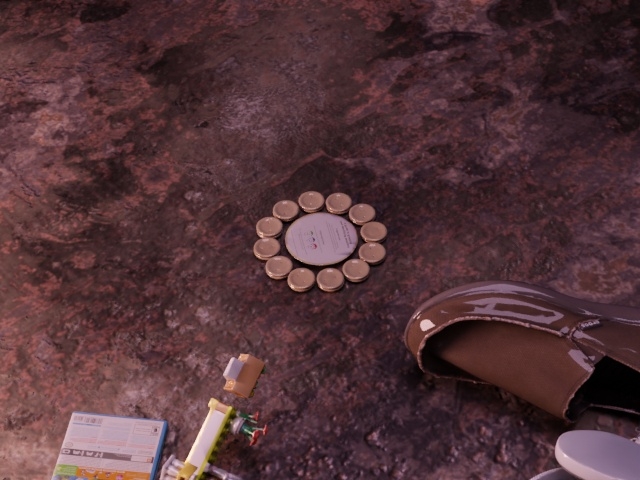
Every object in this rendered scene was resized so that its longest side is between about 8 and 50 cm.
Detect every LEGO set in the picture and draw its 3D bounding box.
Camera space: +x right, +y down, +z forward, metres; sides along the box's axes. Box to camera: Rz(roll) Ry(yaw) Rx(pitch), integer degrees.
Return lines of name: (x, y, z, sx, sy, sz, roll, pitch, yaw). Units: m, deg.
LEGO set: (-0.112, 0.265, 1.546, 0.107, 0.132, 0.287, 24, 45, 11)

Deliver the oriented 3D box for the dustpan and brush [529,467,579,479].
dustpan and brush: (0.237, 0.321, 1.514, 0.211, 0.060, 0.147, -12, 48, -9)

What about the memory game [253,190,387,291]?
memory game: (0.000, 0.000, 1.857, 0.186, 0.012, 0.186, -1, 46, 1)

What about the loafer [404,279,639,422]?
loafer: (0.281, 0.140, 1.628, 0.366, 0.134, 0.130, 4, 44, 6)

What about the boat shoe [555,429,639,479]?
boat shoe: (0.370, 0.281, 1.535, 0.228, 0.076, 0.080, 14, 32, 5)

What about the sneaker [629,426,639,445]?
sneaker: (0.360, 0.243, 1.601, 0.098, 0.038, 0.069, 17, 48, 5)

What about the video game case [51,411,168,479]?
video game case: (-0.254, 0.277, 1.606, 0.119, 0.015, 0.166, 5, 47, 6)
